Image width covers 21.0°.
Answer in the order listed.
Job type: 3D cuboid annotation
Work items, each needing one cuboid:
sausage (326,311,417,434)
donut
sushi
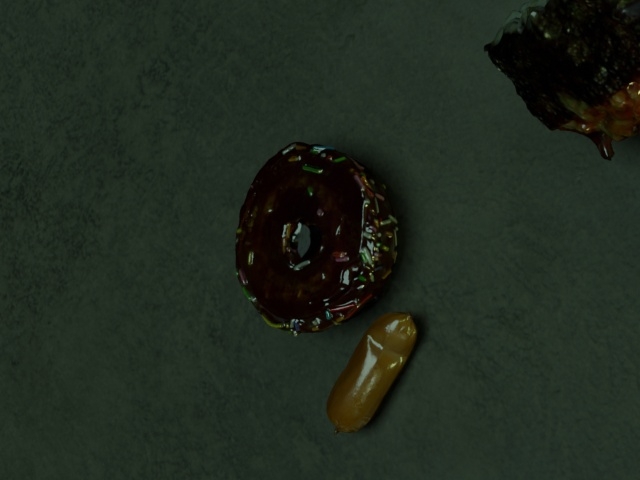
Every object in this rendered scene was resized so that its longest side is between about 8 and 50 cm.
[{"bbox_3d":[0.060,0.153,2.028,0.062,0.054,0.183,29,108,6],"label":"sausage"},{"bbox_3d":[0.000,0.000,2.064,0.235,0.089,0.235,-4,85,42],"label":"donut"},{"bbox_3d":[0.313,-0.221,1.683,0.182,0.196,0.343,41,158,-8],"label":"sushi"}]
